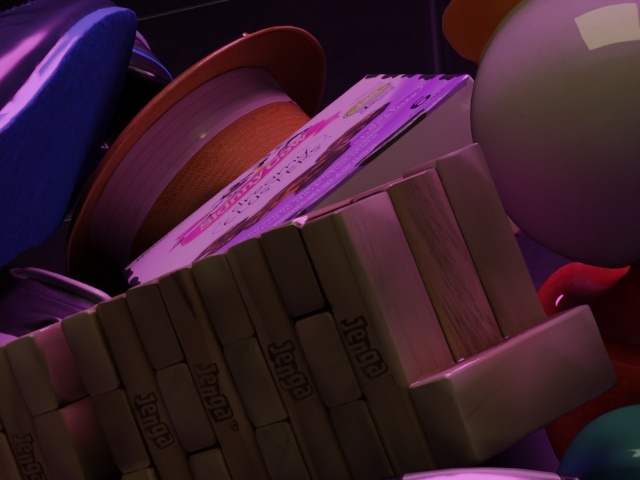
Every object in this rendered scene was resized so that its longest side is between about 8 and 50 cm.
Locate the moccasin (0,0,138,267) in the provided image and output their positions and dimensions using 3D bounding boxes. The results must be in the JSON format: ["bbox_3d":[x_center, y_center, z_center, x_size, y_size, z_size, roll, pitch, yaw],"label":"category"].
[{"bbox_3d":[-0.182,-0.054,0.878,0.117,0.137,0.342,18,22,8],"label":"moccasin"}]

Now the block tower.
[{"bbox_3d":[-0.062,0.062,0.702,0.335,0.097,0.091,-20,2,40],"label":"block tower"}]

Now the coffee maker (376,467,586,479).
[{"bbox_3d":[0.090,0.144,0.543,0.178,0.120,0.171,-14,50,5],"label":"coffee maker"}]

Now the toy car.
[{"bbox_3d":[0.145,-0.028,0.695,0.210,0.238,0.219,-22,16,25],"label":"toy car"}]

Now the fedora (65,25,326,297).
[{"bbox_3d":[-0.047,-0.021,1.020,0.079,0.194,0.194,40,48,21],"label":"fedora"}]

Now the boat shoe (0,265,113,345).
[{"bbox_3d":[-0.216,0.056,0.954,0.303,0.114,0.091,13,31,27],"label":"boat shoe"}]

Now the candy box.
[{"bbox_3d":[0.000,0.000,0.873,0.165,0.070,0.196,-40,11,-5],"label":"candy box"}]

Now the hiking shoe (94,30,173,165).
[{"bbox_3d":[-0.243,-0.084,1.310,0.304,0.113,0.132,-21,21,-18],"label":"hiking shoe"}]
